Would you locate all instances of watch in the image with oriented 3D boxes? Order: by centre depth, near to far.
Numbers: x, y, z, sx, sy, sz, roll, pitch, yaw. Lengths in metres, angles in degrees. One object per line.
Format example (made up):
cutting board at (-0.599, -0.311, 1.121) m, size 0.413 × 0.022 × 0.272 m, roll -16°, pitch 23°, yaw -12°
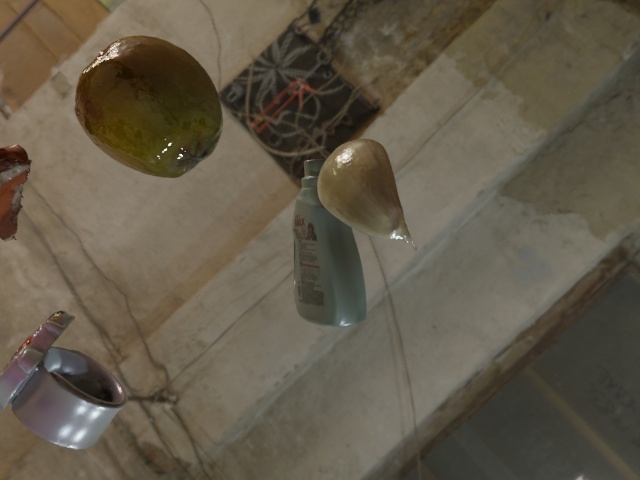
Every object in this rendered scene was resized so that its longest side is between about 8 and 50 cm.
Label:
watch at (-0.493, 0.271, 1.219) m, size 0.231 × 0.196 × 0.244 m, roll 35°, pitch 180°, yaw -14°

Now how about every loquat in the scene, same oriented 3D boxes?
loquat at (-0.345, -0.269, 1.258) m, size 0.284 × 0.276 × 0.276 m, roll 43°, pitch -177°, yaw 6°

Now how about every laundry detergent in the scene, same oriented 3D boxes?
laundry detergent at (0.000, 0.000, 1.531) m, size 0.264 × 0.124 × 0.398 m, roll 6°, pitch 104°, yaw 62°

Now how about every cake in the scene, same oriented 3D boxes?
cake at (-0.651, -0.097, 1.264) m, size 0.098 × 0.135 × 0.287 m, roll 44°, pitch 147°, yaw 12°

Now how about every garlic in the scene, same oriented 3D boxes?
garlic at (0.081, -0.086, 1.085) m, size 0.164 × 0.145 × 0.245 m, roll 41°, pitch -165°, yaw -32°
